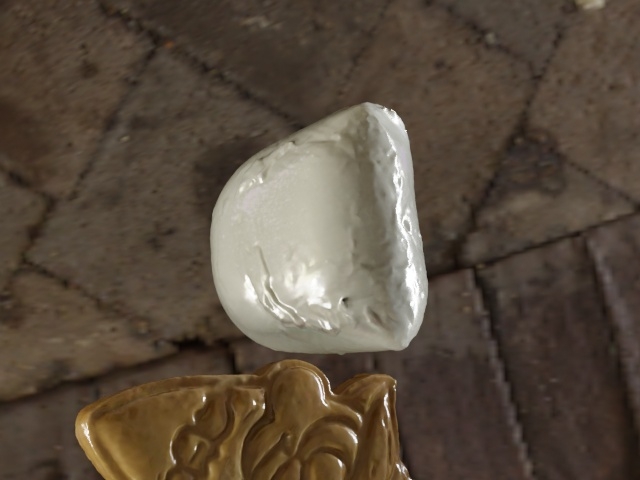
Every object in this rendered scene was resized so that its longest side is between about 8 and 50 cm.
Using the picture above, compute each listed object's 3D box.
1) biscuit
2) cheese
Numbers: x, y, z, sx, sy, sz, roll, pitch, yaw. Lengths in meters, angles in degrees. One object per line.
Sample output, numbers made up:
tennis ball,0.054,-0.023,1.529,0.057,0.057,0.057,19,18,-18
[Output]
biscuit,-0.023,0.138,1.057,0.250,0.035,0.162,23,76,-27
cheese,0.000,0.000,1.558,0.154,0.189,0.198,8,74,-58
